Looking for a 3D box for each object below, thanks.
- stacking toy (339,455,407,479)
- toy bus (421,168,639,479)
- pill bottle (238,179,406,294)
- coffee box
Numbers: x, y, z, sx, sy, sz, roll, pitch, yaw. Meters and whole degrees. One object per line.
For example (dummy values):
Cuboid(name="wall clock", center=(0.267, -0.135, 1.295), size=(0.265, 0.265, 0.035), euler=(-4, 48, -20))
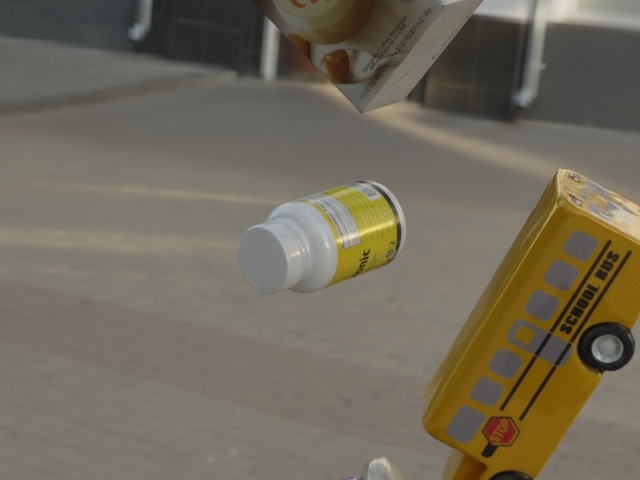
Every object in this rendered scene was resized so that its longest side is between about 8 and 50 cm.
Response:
Cuboid(name="stacking toy", center=(-0.044, 0.339, 1.431), size=(0.330, 0.141, 0.141), euler=(-31, 13, 2))
Cuboid(name="toy bus", center=(0.197, 0.110, 1.442), size=(0.130, 0.332, 0.108), euler=(26, 23, -5))
Cuboid(name="pill bottle", center=(0.000, 0.000, 1.064), size=(0.065, 0.065, 0.116), euler=(15, 23, 40))
Cuboid(name="coffee box", center=(0.013, -0.258, 1.452), size=(0.246, 0.141, 0.098), euler=(46, 31, 13))
